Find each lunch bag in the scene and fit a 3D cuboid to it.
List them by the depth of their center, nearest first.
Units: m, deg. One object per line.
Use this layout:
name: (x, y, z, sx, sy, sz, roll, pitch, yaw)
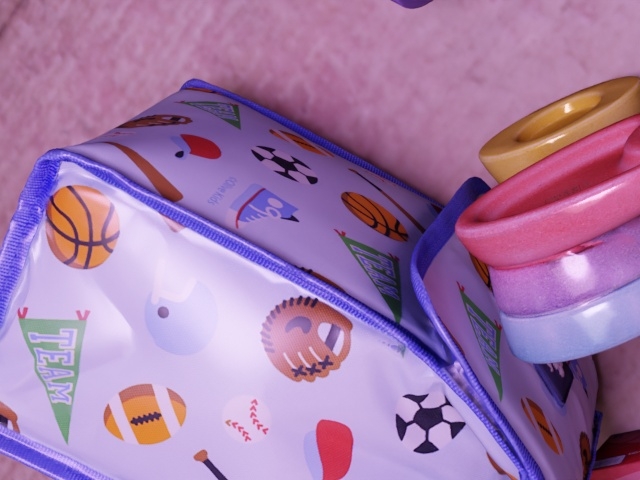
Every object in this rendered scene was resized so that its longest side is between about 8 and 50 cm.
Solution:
lunch bag: (0.005, 0.067, 1.117, 0.385, 0.328, 0.239, 28, 108, 5)

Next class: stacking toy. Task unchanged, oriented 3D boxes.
stacking toy: (0.235, -0.029, 1.048, 0.279, 0.309, 0.130, -23, 101, 20)

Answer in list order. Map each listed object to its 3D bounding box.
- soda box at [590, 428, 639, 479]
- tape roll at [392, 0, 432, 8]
soda box: (0.317, 0.162, 1.160, 0.263, 0.083, 0.092, -17, 95, 31)
tape roll: (0.067, -0.253, 1.115, 0.080, 0.189, 0.189, 31, 116, 17)
